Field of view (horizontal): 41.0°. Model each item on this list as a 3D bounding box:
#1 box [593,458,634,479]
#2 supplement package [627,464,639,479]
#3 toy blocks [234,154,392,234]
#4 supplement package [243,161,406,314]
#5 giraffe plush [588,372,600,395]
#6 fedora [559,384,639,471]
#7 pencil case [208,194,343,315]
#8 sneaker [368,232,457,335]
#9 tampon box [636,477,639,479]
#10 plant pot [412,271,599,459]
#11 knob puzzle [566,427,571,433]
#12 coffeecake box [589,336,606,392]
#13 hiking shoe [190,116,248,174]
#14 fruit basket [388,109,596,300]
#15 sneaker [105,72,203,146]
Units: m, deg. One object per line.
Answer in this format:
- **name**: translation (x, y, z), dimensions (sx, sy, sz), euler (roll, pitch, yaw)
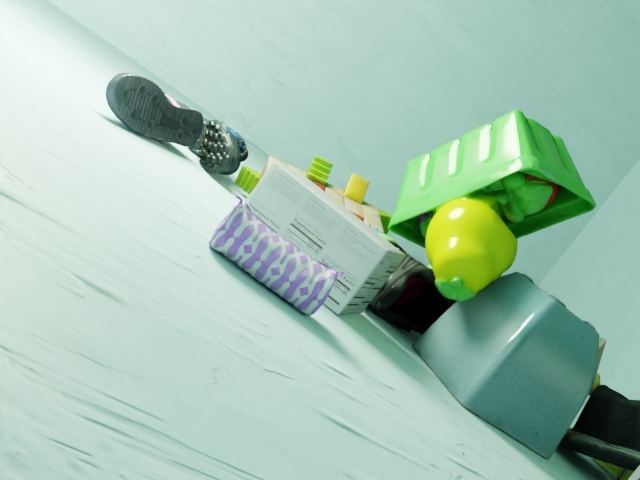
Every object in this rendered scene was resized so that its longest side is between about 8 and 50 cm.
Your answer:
- **box**: translation (0.747, 0.553, 2.073), dimensions (0.232, 0.058, 0.087), euler (32, 7, -41)
- **supplement package**: translation (0.646, 0.497, 1.504), dimensions (0.203, 0.149, 0.194), euler (30, 9, -48)
- **toy blocks**: translation (-0.010, -0.057, 1.911), dimensions (0.381, 0.191, 0.261), euler (25, 17, -9)
- **supplement package**: translation (0.000, 0.000, 1.579), dimensions (0.262, 0.145, 0.204), euler (39, 7, 14)
- **giraffe plush**: translation (0.516, 0.316, 1.933), dimensions (0.210, 0.181, 0.170), euler (47, 28, 1)
- **fedora**: translation (0.651, 0.401, 1.828), dimensions (0.334, 0.152, 0.334), euler (17, -5, 2)
- **pencil case**: translation (-0.066, 0.027, 1.279), dimensions (0.206, 0.088, 0.086), euler (35, 4, -10)
- **sneaker**: translation (0.231, 0.141, 1.844), dimensions (0.483, 0.185, 0.202), euler (19, 27, -44)
- **tampon box**: translation (0.498, 0.435, 1.275), dimensions (0.101, 0.120, 0.161), euler (43, 8, 38)
- **plant pot**: translation (0.379, 0.212, 1.643), dimensions (0.248, 0.252, 0.247), euler (35, 6, -25)
- **knob puzzle**: translation (0.605, 0.458, 2.119), dimensions (0.213, 0.030, 0.213), euler (37, 7, -5)
- **coffeecake box**: translation (0.490, 0.235, 1.809), dimensions (0.185, 0.142, 0.068), euler (28, 41, 33)
- **hiking shoe**: translation (-0.220, -0.225, 2.026), dimensions (0.132, 0.113, 0.304), euler (15, 16, -26)
- **fruit basket**: translation (0.326, -0.032, 1.705), dimensions (0.283, 0.392, 0.392), euler (22, 14, -38)
- **sneaker**: translation (-0.377, -0.277, 1.804), dimensions (0.131, 0.112, 0.319), euler (22, -3, 23)
